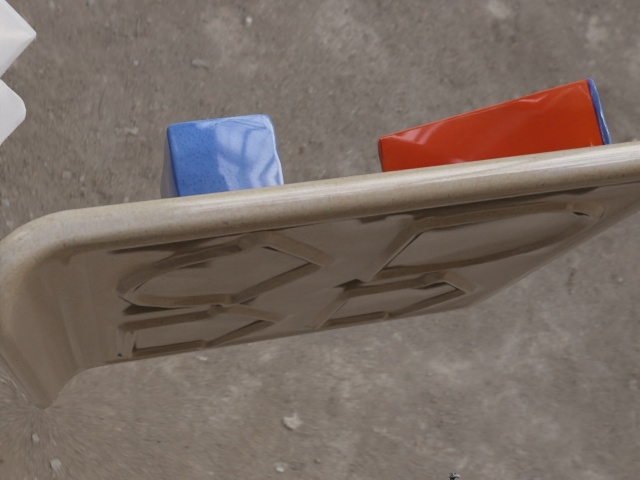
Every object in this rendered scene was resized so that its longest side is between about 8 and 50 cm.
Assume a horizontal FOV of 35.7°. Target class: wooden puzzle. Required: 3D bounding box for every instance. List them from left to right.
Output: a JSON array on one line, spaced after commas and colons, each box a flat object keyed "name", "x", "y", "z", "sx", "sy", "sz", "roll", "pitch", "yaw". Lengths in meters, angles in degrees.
[{"name": "wooden puzzle", "x": 0.000, "y": 0.000, "z": 0.548, "sx": 0.348, "sy": 0.322, "sz": 0.080, "roll": -13, "pitch": 78, "yaw": -14}]

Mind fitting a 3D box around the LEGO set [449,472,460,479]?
[{"name": "LEGO set", "x": 0.117, "y": 0.239, "z": 0.863, "sx": 0.023, "sy": 0.054, "sz": 0.083, "roll": -3, "pitch": 48, "yaw": 24}]

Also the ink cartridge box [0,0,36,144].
[{"name": "ink cartridge box", "x": -0.284, "y": -0.097, "z": 0.453, "sx": 0.207, "sy": 0.119, "sz": 0.353, "roll": -57, "pitch": 134, "yaw": -17}]
